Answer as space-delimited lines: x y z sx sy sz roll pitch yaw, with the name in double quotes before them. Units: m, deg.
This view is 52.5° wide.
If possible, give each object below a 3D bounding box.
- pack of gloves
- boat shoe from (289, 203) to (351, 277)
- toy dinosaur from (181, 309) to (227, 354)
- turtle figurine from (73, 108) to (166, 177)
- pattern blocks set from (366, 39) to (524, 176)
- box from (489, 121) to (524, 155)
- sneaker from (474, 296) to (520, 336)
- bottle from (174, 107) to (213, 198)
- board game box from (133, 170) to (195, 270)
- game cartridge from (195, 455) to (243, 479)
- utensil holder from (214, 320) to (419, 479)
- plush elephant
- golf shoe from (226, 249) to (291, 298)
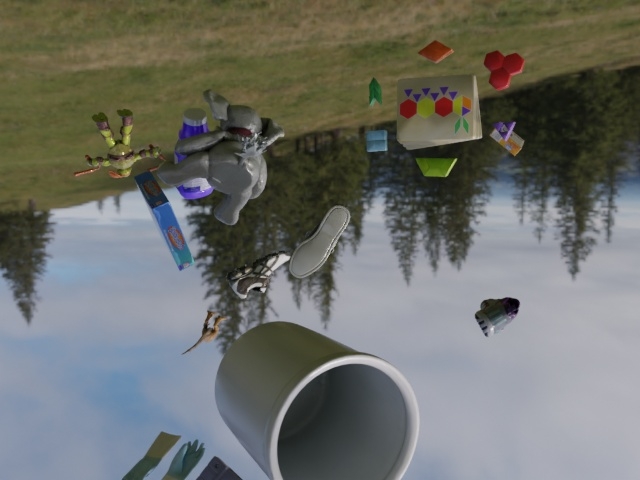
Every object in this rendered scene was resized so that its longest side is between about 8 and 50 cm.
"pack of gloves" -0.456 0.639 1.862 0.195 0.046 0.232 4 -146 27
"boat shoe" 0.000 0.000 1.906 0.095 0.254 0.079 33 -170 5
"toy dinosaur" -0.306 0.255 1.778 0.064 0.112 0.211 20 179 4
"turtle figurine" -0.591 -0.261 1.870 0.270 0.217 0.087 -7 -140 -8
"pattern blocks set" 0.253 -0.279 1.390 0.325 0.285 0.026 11 -172 23
"box" 0.467 -0.257 1.624 0.081 0.028 0.136 41 -156 5
"sneaker" 0.431 0.169 1.525 0.098 0.083 0.224 -32 175 20
"bottle" -0.372 -0.256 1.923 0.118 0.282 0.092 -17 -131 -25
"board game box" -0.388 -0.049 1.621 0.047 0.210 0.160 -26 -135 -15
"game cartridge" -0.261 0.815 1.861 0.355 0.230 0.068 28 158 37
"utensil holder" -0.028 0.360 1.403 0.328 0.327 0.385 -4 -174 -25
"plush elephant" -0.245 -0.258 1.766 0.272 0.255 0.330 31 132 -27
"golf shoe" -0.161 0.094 1.805 0.198 0.094 0.077 -25 -179 -22
